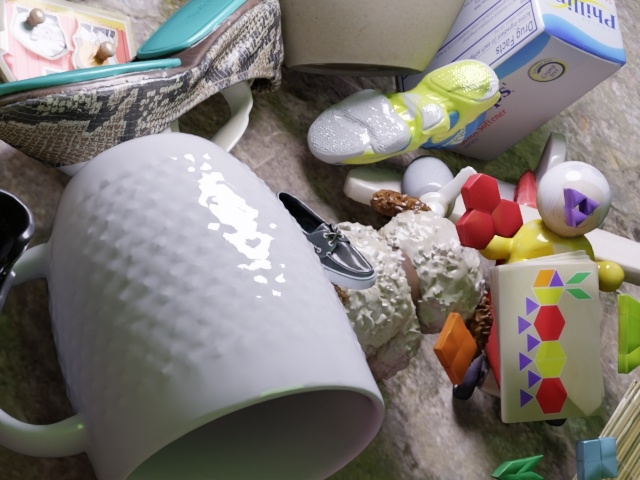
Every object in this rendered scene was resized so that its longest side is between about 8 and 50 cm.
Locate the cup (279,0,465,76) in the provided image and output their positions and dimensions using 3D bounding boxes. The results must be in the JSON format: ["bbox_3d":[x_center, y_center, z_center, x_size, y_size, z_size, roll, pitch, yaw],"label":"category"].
[{"bbox_3d":[0.045,-0.321,2.123,0.331,0.331,0.237,3,89,-40],"label":"cup"}]

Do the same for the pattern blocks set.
[{"bbox_3d":[0.244,0.102,1.914,0.285,0.026,0.324,8,84,-30],"label":"pattern blocks set"}]

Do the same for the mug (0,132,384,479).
[{"bbox_3d":[-0.169,0.085,1.701,0.374,0.276,0.328,-15,62,-16],"label":"mug"}]

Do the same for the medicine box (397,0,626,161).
[{"bbox_3d":[0.228,-0.294,2.264,0.149,0.263,0.289,15,55,-33],"label":"medicine box"}]

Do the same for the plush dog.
[{"bbox_3d":[0.069,0.048,1.910,0.225,0.210,0.262,-21,77,-21],"label":"plush dog"}]

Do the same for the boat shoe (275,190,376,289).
[{"bbox_3d":[0.000,0.000,1.798,0.142,0.040,0.049,34,40,24],"label":"boat shoe"}]

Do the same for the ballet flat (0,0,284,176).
[{"bbox_3d":[-0.170,-0.142,1.892,0.483,0.164,0.182,-36,114,-54],"label":"ballet flat"}]

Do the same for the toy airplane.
[{"bbox_3d":[0.274,-0.003,2.109,0.386,0.272,0.384,-21,58,-33],"label":"toy airplane"}]

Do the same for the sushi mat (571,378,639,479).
[{"bbox_3d":[0.334,0.326,2.040,0.151,0.019,0.316,44,67,-21],"label":"sushi mat"}]

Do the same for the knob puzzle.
[{"bbox_3d":[-0.267,-0.184,1.934,0.213,0.030,0.213,22,51,-30],"label":"knob puzzle"}]

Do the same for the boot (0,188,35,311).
[{"bbox_3d":[-0.362,0.115,1.515,0.118,0.223,0.338,28,48,-26],"label":"boot"}]

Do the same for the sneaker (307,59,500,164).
[{"bbox_3d":[0.104,-0.131,2.131,0.240,0.126,0.091,-18,65,-3],"label":"sneaker"}]
